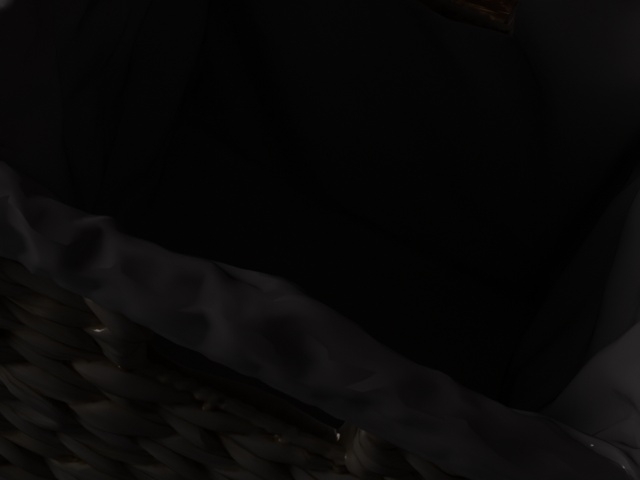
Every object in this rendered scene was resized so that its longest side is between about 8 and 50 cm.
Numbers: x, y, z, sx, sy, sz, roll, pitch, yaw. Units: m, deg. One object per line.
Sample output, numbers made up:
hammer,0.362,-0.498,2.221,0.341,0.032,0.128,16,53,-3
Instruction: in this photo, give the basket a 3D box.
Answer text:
basket,0.000,0.000,0.758,0.266,0.328,0.331,114,-179,-48
